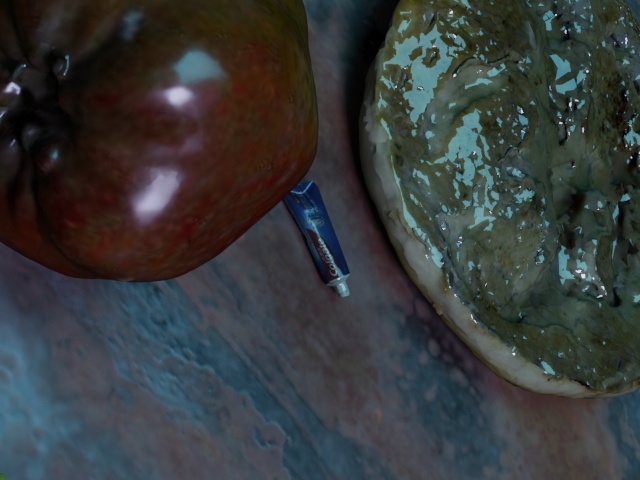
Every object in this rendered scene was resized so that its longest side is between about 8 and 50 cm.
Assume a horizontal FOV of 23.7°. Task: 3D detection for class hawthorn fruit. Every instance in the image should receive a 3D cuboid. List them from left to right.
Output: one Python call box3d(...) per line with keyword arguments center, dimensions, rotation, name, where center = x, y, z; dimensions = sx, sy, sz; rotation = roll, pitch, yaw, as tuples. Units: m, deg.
box3d(center=(-0.090, -0.080, 0.859), dimensions=(0.248, 0.208, 0.208), rotation=(-7, 78, -63), name="hawthorn fruit")

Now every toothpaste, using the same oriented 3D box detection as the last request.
box3d(center=(0.000, 0.000, 1.026), dimensions=(0.027, 0.019, 0.083), rotation=(-22, 88, -23), name="toothpaste")

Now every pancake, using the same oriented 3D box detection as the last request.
box3d(center=(0.171, -0.062, 1.176), dimensions=(0.387, 0.082, 0.387), rotation=(16, 67, -41), name="pancake")

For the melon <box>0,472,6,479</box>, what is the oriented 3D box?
box3d(center=(-0.229, 0.063, 0.669), dimensions=(0.196, 0.124, 0.323), rotation=(-15, 72, -45), name="melon")
